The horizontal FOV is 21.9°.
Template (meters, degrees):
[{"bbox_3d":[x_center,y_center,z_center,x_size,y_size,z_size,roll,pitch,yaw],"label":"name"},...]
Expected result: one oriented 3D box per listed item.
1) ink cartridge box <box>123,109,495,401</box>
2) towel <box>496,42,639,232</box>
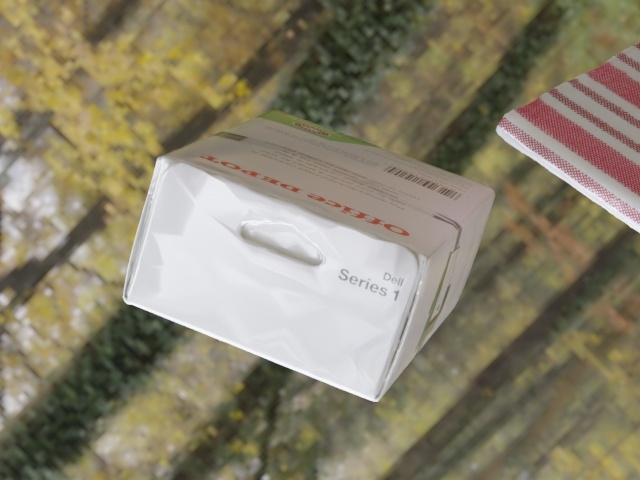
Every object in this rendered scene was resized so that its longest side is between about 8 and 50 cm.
[{"bbox_3d":[0.000,0.000,0.975,0.160,0.093,0.219,21,-164,11],"label":"ink cartridge box"},{"bbox_3d":[0.213,-0.061,0.891,0.144,0.197,0.029,40,147,40],"label":"towel"}]
